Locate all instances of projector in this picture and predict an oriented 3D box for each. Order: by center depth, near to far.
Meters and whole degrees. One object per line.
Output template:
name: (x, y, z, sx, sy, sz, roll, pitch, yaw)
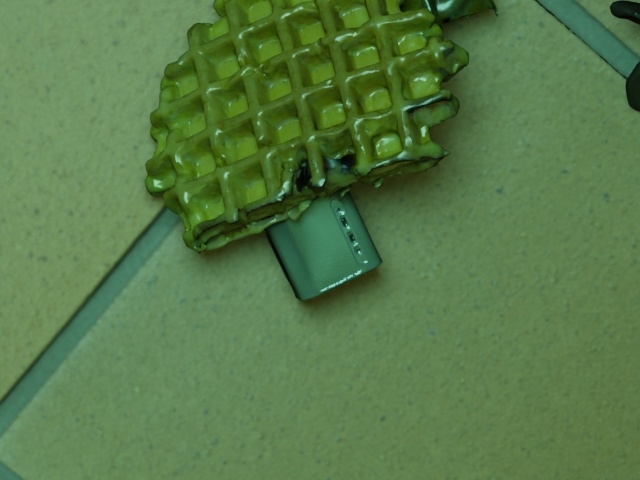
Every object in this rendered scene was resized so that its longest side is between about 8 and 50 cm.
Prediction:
projector: (0.000, 0.000, 1.746, 0.083, 0.083, 0.082, -25, 95, -5)

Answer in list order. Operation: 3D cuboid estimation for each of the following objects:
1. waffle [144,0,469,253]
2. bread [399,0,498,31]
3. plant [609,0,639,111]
waffle: (-0.019, -0.117, 1.685, 0.283, 0.065, 0.309, 27, 89, 25)
bread: (0.076, -0.315, 1.739, 0.087, 0.098, 0.269, -22, 96, -49)
plant: (0.373, -0.230, 1.734, 0.178, 0.204, 0.234, 46, 79, -10)
